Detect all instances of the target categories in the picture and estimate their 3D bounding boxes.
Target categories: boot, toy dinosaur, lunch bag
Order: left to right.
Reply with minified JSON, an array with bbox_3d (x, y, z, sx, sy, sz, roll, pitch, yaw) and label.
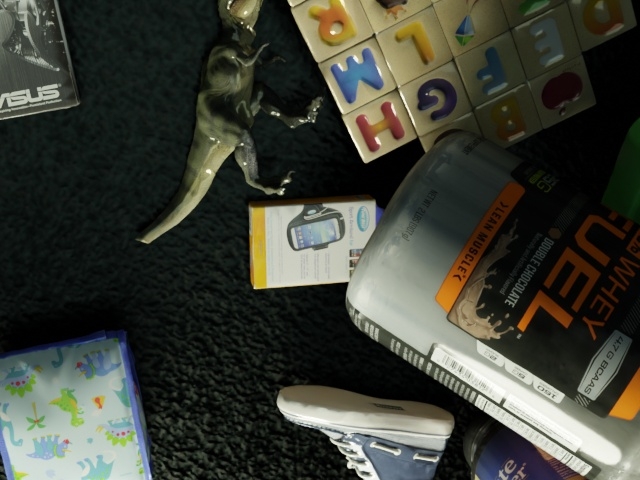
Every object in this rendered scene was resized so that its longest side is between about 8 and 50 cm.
[{"bbox_3d":[-0.227,0.158,0.893,0.128,0.096,0.151,-11,116,-9],"label":"lunch bag"},{"bbox_3d":[-0.068,-0.105,0.875,0.118,0.064,0.268,21,103,3],"label":"toy dinosaur"},{"bbox_3d":[0.040,0.202,0.976,0.189,0.069,0.086,12,99,-17],"label":"boot"}]

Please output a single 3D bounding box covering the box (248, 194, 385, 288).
[{"bbox_3d":[0.000,0.000,0.937,0.136,0.028,0.081,-4,105,-14],"label":"box"}]

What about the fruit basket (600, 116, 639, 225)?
[{"bbox_3d":[0.420,-0.148,0.909,0.391,0.283,0.392,-2,65,5],"label":"fruit basket"}]

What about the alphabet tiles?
[{"bbox_3d":[0.123,-0.220,0.857,0.285,0.011,0.343,-27,124,3],"label":"alphabet tiles"}]

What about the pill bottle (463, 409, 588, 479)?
[{"bbox_3d":[0.219,0.241,0.948,0.122,0.219,0.123,-3,105,-12],"label":"pill bottle"}]

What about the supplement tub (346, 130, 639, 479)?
[{"bbox_3d":[0.209,0.069,0.838,0.338,0.207,0.207,32,97,15],"label":"supplement tub"}]

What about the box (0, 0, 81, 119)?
[{"bbox_3d":[-0.330,-0.181,0.800,0.230,0.056,0.183,-12,107,-9],"label":"box"}]
